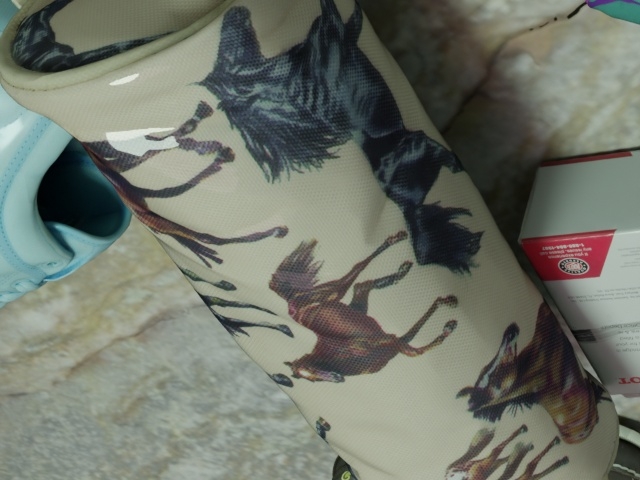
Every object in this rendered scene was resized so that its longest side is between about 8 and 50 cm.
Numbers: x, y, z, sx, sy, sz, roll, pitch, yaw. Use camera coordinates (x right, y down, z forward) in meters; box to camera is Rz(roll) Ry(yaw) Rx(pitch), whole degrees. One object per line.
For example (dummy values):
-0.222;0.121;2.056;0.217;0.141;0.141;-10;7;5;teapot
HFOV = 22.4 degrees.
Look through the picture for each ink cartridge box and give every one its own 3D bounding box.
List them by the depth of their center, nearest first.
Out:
0.194;0.020;0.920;0.109;0.063;0.150;-7;138;30;ink cartridge box

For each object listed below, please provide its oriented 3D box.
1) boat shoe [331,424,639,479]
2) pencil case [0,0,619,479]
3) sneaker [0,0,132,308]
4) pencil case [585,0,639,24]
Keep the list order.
0.118;0.164;1.130;0.228;0.068;0.081;-1;140;23;boat shoe
0.000;0.000;0.871;0.184;0.160;0.410;3;140;45;pencil case
-0.199;-0.002;0.993;0.150;0.135;0.366;22;144;0;sneaker
0.197;-0.120;0.739;0.152;0.064;0.070;15;145;5;pencil case
